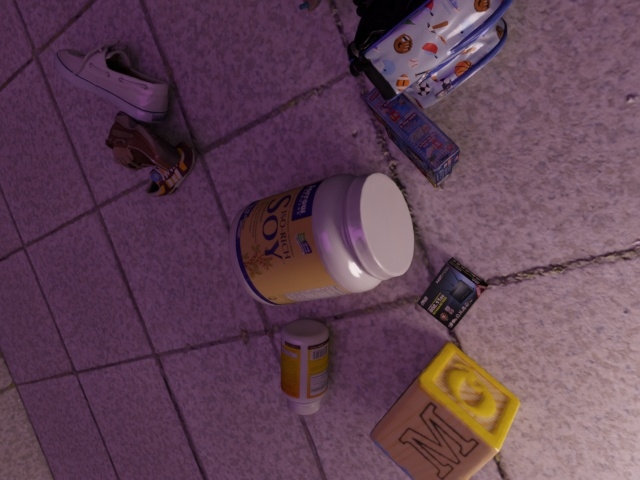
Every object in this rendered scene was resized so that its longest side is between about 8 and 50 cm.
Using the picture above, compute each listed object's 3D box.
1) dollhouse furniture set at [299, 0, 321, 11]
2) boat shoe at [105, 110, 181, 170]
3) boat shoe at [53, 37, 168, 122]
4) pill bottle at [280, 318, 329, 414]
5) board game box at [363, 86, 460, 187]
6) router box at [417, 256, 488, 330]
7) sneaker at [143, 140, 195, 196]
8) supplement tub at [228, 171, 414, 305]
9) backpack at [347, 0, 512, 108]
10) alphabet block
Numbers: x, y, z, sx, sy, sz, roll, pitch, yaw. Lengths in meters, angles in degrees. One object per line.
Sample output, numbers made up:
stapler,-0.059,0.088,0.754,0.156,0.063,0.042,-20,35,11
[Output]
dollhouse furniture set,0.001,-0.575,0.993,0.304,0.198,0.286,61,163,-4
boat shoe,-0.456,-0.227,1.366,0.116,0.123,0.324,-55,42,-1
boat shoe,-0.539,-0.451,1.397,0.367,0.135,0.157,32,120,18
pill bottle,-0.039,0.310,1.313,0.117,0.117,0.215,12,110,30
board game box,0.168,-0.199,0.995,0.060,0.194,0.194,-41,80,7
router box,0.268,0.110,1.102,0.092,0.038,0.123,39,122,18
sneaker,-0.398,-0.181,1.417,0.069,0.084,0.185,46,123,13
supplement tub,0.000,0.000,1.119,0.331,0.241,0.241,-14,96,35
backpack,0.189,-0.368,0.875,0.213,0.277,0.263,32,131,-25
alphabet block,0.253,0.364,1.099,0.193,0.192,0.197,39,123,15
